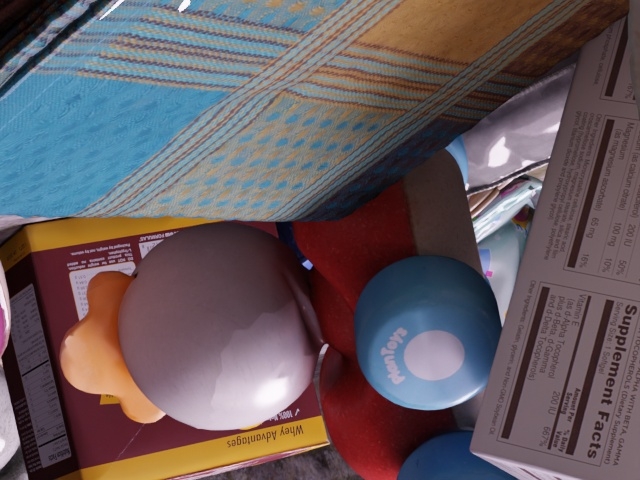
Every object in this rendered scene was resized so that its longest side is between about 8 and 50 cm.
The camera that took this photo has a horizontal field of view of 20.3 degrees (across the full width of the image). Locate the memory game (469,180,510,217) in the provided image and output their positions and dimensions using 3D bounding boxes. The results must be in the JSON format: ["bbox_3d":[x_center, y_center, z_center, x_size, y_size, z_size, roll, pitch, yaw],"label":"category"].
[{"bbox_3d":[0.100,-0.023,1.331,0.186,0.012,0.186,-42,-178,2],"label":"memory game"}]

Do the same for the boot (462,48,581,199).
[{"bbox_3d":[0.130,-0.063,1.119,0.208,0.076,0.189,-30,166,10],"label":"boot"}]

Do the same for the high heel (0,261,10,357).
[{"bbox_3d":[-0.227,0.001,0.801,0.181,0.127,0.377,-21,162,-31],"label":"high heel"}]

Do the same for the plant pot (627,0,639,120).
[{"bbox_3d":[0.314,-0.092,0.578,0.334,0.333,0.305,-20,-178,36],"label":"plant pot"}]

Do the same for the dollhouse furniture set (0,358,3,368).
[{"bbox_3d":[-0.357,0.251,1.704,0.198,0.303,0.286,-13,172,-11],"label":"dollhouse furniture set"}]

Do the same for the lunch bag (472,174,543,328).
[{"bbox_3d":[0.123,0.069,1.413,0.160,0.262,0.223,14,-177,-1],"label":"lunch bag"}]

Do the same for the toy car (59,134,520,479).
[{"bbox_3d":[-0.020,0.060,0.982,0.238,0.210,0.219,-11,-149,5],"label":"toy car"}]

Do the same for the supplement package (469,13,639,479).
[{"bbox_3d":[0.203,0.014,0.885,0.145,0.261,0.204,12,169,27],"label":"supplement package"}]

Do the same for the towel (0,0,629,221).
[{"bbox_3d":[0.013,-0.089,0.688,0.271,0.040,0.370,-35,165,23],"label":"towel"}]

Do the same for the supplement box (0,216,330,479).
[{"bbox_3d":[-0.123,0.082,1.312,0.191,0.194,0.129,-10,171,-27],"label":"supplement box"}]

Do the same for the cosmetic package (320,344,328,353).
[{"bbox_3d":[0.029,0.042,1.642,0.127,0.107,0.238,-11,175,-3],"label":"cosmetic package"}]

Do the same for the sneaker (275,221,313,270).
[{"bbox_3d":[0.000,0.000,1.368,0.090,0.081,0.232,-4,168,-29],"label":"sneaker"}]

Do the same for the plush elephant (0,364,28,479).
[{"bbox_3d":[-0.358,0.167,1.458,0.330,0.272,0.255,16,-134,24],"label":"plush elephant"}]
